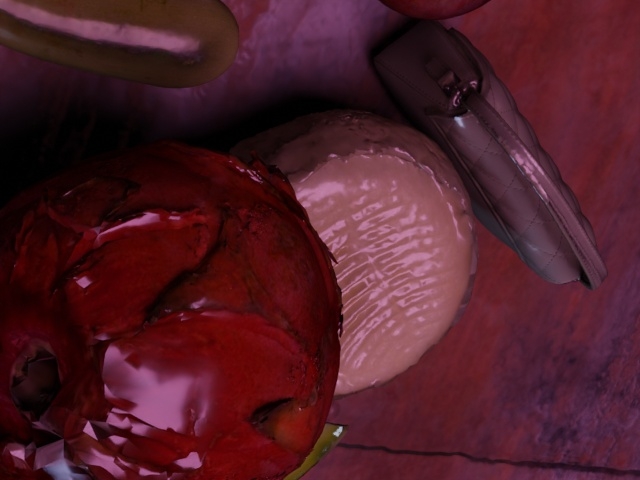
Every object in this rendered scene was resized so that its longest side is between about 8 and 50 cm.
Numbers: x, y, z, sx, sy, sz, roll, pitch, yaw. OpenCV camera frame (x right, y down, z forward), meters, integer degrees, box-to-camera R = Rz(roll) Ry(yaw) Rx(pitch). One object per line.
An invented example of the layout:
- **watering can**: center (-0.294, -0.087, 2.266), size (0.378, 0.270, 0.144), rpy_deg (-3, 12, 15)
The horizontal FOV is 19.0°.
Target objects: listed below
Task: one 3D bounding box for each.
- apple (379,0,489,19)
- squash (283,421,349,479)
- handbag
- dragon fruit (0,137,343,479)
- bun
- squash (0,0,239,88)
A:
- **apple**: center (0.089, -0.254, 1.506), size (0.153, 0.120, 0.153), rpy_deg (-9, 116, -19)
- **squash**: center (-0.124, 0.194, 1.621), size (0.237, 0.204, 0.155), rpy_deg (17, 86, -10)
- **handbag**: center (0.160, -0.061, 1.591), size (0.079, 0.219, 0.256), rpy_deg (-40, 129, -1)
- **dragon fruit**: center (-0.127, 0.070, 1.363), size (0.302, 0.296, 0.295), rpy_deg (-9, 126, -60)
- **bun**: center (0.000, 0.000, 1.583), size (0.259, 0.152, 0.259), rpy_deg (-9, 119, -17)
- **squash**: center (-0.175, -0.170, 1.443), size (0.250, 0.083, 0.083), rpy_deg (11, 111, -29)
